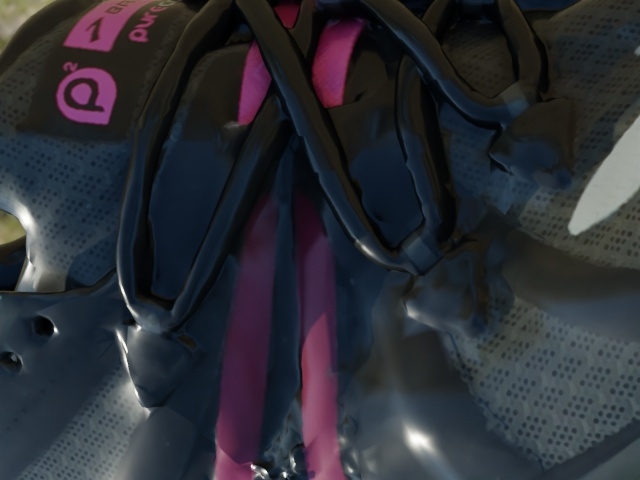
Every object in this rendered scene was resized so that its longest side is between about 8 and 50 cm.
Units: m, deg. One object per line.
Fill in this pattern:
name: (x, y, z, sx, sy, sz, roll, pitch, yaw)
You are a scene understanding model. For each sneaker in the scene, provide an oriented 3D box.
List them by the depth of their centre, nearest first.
sneaker: (0.000, 0.000, 0.579, 0.483, 0.185, 0.202, -30, 111, 31)
